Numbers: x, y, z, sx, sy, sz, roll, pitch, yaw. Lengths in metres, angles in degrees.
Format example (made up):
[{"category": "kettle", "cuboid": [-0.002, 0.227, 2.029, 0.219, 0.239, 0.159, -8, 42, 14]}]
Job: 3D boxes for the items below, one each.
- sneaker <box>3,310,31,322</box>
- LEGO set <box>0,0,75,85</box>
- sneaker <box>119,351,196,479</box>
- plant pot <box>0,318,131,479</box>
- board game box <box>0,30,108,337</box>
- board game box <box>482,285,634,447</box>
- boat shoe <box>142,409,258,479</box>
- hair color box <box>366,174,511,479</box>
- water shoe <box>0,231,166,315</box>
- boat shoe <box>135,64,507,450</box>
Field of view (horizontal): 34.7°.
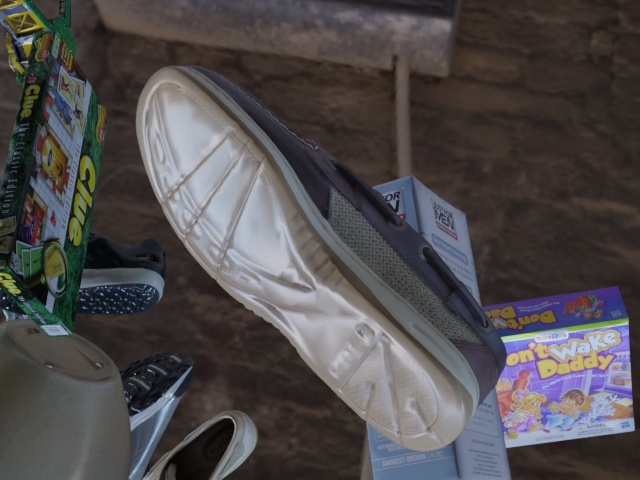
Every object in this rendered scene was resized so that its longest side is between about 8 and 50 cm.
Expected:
[{"category": "sneaker", "cuboid": [-0.442, 0.129, 1.532, 0.038, 0.098, 0.069, -24, 140, 16]}, {"category": "LEGO set", "cuboid": [-0.443, -0.360, 1.293, 0.192, 0.331, 0.255, -11, 161, 12]}, {"category": "sneaker", "cuboid": [-0.261, 0.265, 1.385, 0.100, 0.271, 0.108, 20, 155, 45]}, {"category": "plant pot", "cuboid": [-0.316, 0.196, 1.093, 0.284, 0.190, 0.284, 28, -172, -4]}, {"category": "board game box", "cuboid": [-0.250, -0.054, 0.958, 0.030, 0.259, 0.136, -4, 150, 8]}, {"category": "board game box", "cuboid": [0.292, 0.207, 1.564, 0.347, 0.078, 0.233, -10, 124, 8]}, {"category": "boat shoe", "cuboid": [-0.222, 0.376, 1.560, 0.109, 0.302, 0.098, 44, 178, 17]}, {"category": "hair color box", "cuboid": [0.131, 0.127, 1.295, 0.114, 0.374, 0.185, -16, 159, 25]}, {"category": "water shoe", "cuboid": [-0.261, 0.032, 1.064, 0.203, 0.080, 0.073, 5, 137, -2]}, {"category": "boat shoe", "cuboid": [0.000, 0.000, 0.634, 0.285, 0.092, 0.103, 46, 131, 12]}]
